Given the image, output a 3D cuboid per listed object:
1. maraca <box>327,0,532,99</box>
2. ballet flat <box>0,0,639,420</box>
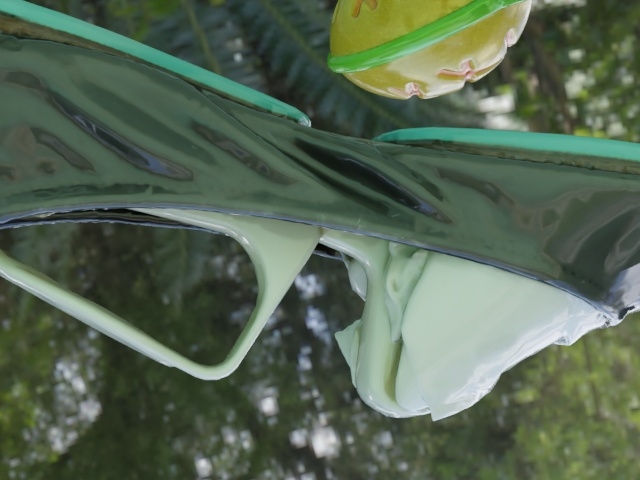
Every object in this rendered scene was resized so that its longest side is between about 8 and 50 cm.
[{"bbox_3d":[0.086,-0.148,0.980,0.185,0.099,0.127,-20,-160,29],"label":"maraca"},{"bbox_3d":[0.000,0.000,0.476,0.280,0.096,0.095,12,174,-5],"label":"ballet flat"}]
